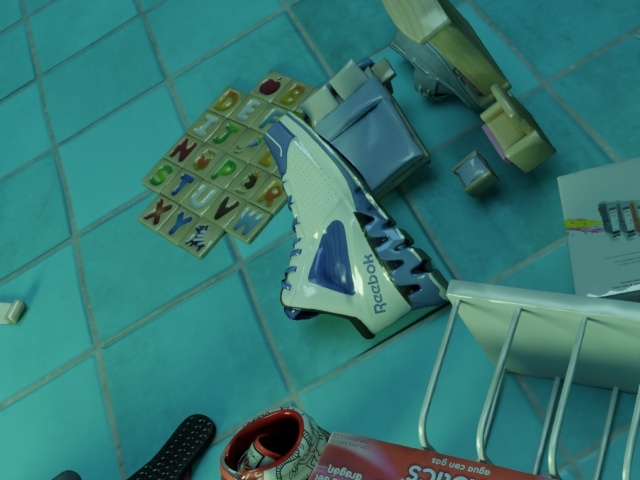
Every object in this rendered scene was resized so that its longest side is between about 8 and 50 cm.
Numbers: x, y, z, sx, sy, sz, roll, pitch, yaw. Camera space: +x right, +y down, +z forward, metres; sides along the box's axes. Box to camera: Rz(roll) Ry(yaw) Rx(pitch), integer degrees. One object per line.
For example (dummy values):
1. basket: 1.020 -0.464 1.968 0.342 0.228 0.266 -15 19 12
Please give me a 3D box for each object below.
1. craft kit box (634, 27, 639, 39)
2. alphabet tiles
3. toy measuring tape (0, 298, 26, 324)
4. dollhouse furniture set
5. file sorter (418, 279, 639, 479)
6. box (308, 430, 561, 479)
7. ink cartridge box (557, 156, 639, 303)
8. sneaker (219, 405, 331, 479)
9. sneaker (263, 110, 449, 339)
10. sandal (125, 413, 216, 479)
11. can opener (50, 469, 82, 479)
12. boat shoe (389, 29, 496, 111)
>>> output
1. craft kit box: 0.502 -0.311 1.065 0.246 0.061 0.250 -60 11 19
2. alphabet tiles: -0.131 -0.130 1.442 0.285 0.011 0.342 28 72 40
3. toy measuring tape: -0.633 0.084 1.479 0.330 0.121 0.121 3 57 30
4. dollhouse furniture set: 0.081 -0.159 1.180 0.303 0.198 0.286 -37 57 20
5. file sorter: 0.258 0.170 0.878 0.278 0.193 0.173 7 62 32
6. box: 0.131 0.302 0.847 0.300 0.154 0.142 5 50 34
7. ink cartridge box: 0.342 0.016 0.991 0.127 0.128 0.176 -12 50 21
8. sneaker: -0.096 0.294 0.991 0.270 0.145 0.090 -39 46 -9
9. sneaker: 0.001 0.001 1.144 0.182 0.127 0.315 -40 76 8
10. sandal: -0.192 0.296 1.132 0.067 0.040 0.179 20 53 32
11. can opener: -0.371 0.348 1.055 0.280 0.074 0.093 -34 38 17
12. boat shoe: 0.174 -0.246 1.332 0.081 0.079 0.227 -48 48 19
